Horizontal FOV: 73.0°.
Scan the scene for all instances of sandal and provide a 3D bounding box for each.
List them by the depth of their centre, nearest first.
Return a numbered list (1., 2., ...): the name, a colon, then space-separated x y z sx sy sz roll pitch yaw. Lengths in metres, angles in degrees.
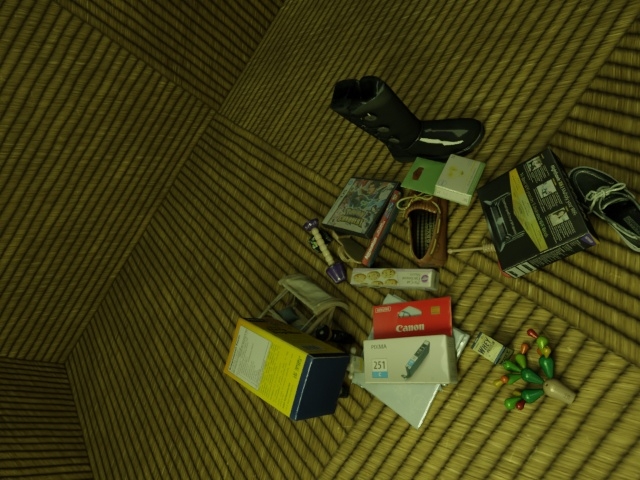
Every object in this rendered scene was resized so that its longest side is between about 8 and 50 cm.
1. sandal: 0.108 0.044 1.697 0.240 0.088 0.079 -124 39 -48

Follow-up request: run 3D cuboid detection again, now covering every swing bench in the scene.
1. swing bench: -0.071 0.277 1.667 0.253 0.165 0.255 31 92 44

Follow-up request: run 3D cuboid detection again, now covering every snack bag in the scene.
1. snack bag: 0.276 0.386 1.410 0.323 0.037 0.343 25 91 45

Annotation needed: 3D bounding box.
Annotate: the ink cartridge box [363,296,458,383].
1. ink cartridge box: 0.273 0.317 1.369 0.296 0.066 0.262 -15 65 38

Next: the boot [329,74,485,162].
1. boot: 0.301 -0.420 1.464 0.366 0.445 0.146 -9 66 38

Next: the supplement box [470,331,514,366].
1. supplement box: 0.488 0.309 1.229 0.083 0.083 0.056 31 93 44

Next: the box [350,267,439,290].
1. box: 0.254 0.135 1.521 0.323 0.063 0.067 -2 71 40

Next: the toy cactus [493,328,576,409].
1. toy cactus: 0.571 0.361 1.136 0.180 0.112 0.219 26 81 34

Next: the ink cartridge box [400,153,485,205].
1. ink cartridge box: 0.411 -0.220 1.452 0.234 0.056 0.171 21 56 20

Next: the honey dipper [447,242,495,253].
1. honey dipper: 0.485 0.029 1.396 0.160 0.030 0.031 -9 66 40

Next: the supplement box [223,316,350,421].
1. supplement box: -0.114 0.400 1.402 0.356 0.195 0.194 17 90 40

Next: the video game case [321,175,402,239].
1. video game case: 0.155 -0.136 1.687 0.274 0.035 0.248 17 70 52

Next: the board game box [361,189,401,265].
1. board game box: 0.226 -0.035 1.569 0.027 0.145 0.282 25 88 17

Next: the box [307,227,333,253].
1. box: 0.000 0.000 1.807 0.083 0.052 0.062 -47 49 13

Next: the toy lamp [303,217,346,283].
1. toy lamp: 0.021 0.043 1.712 0.080 0.080 0.275 -35 72 24

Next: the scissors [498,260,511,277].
1. scissors: 0.590 -0.033 1.338 0.108 0.021 0.298 -18 62 36

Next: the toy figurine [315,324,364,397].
1. toy figurine: 0.036 0.423 1.496 0.213 0.148 0.210 -54 39 15

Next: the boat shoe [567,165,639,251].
1. boat shoe: 0.771 -0.102 1.156 0.113 0.104 0.307 -36 51 23

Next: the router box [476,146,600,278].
1. router box: 0.611 -0.079 1.253 0.242 0.081 0.309 -34 45 38

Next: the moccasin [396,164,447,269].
1. moccasin: 0.350 -0.093 1.483 0.139 0.147 0.381 -8 66 38
